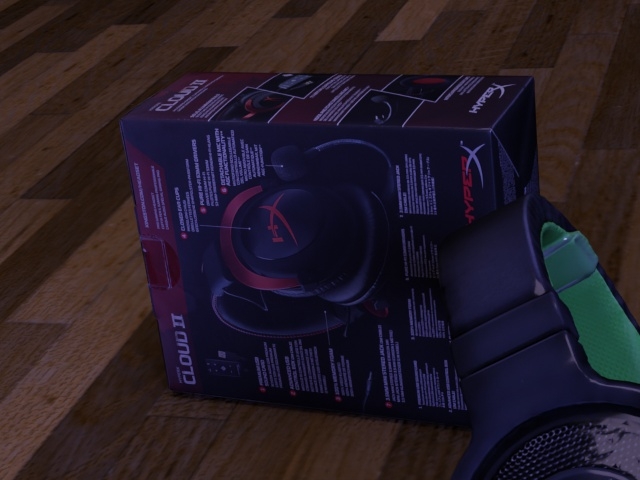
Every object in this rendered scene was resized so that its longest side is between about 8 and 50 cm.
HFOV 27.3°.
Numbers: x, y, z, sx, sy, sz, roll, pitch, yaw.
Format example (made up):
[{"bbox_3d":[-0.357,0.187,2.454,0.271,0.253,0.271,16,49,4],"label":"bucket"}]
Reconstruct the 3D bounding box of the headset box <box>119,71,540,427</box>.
[{"bbox_3d":[0.000,0.000,0.920,0.293,0.218,0.110,3,26,23],"label":"headset box"}]

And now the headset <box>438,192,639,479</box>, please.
[{"bbox_3d":[0.174,0.140,0.563,0.185,0.243,0.394,-28,51,18],"label":"headset"}]
